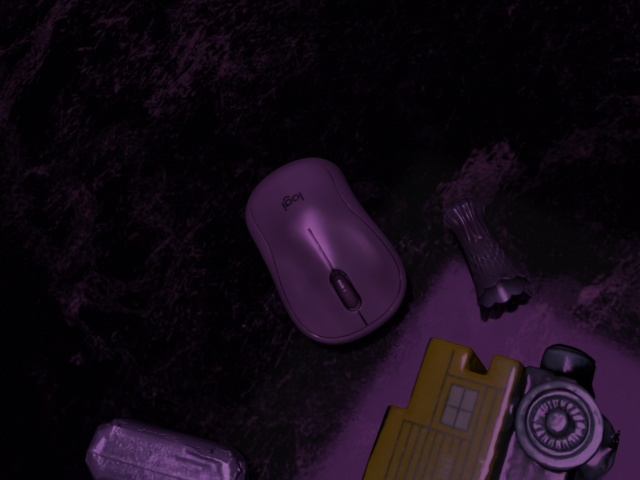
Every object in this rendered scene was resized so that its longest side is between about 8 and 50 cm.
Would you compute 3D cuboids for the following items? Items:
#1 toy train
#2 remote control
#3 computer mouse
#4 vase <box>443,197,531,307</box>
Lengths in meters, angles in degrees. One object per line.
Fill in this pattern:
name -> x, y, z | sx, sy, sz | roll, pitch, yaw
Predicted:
toy train -> 0.182, 0.322, 0.946 | 0.272, 0.179, 0.442 | 13, 73, 28
remote control -> -0.221, 0.320, 1.117 | 0.247, 0.052, 0.104 | 9, 73, 15
computer mouse -> 0.000, 0.000, 1.148 | 0.184, 0.121, 0.297 | -26, 63, 2
vase -> 0.227, 0.011, 1.106 | 0.081, 0.081, 0.149 | -23, 61, 5
